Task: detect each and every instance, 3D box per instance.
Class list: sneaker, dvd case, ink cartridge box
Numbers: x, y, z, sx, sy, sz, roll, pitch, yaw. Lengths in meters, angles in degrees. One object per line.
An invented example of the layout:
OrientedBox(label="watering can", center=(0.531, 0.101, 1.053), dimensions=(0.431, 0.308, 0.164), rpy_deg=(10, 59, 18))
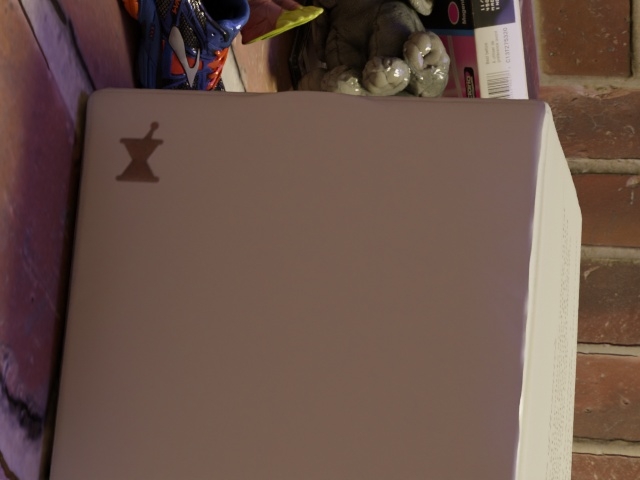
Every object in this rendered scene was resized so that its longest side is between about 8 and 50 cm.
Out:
OrientedBox(label="sneaker", center=(-0.095, -0.155, 1.354), dimensions=(0.221, 0.087, 0.083), rpy_deg=(78, 19, -47))
OrientedBox(label="dvd case", center=(0.004, -0.214, 1.953), dimensions=(0.164, 0.018, 0.221), rpy_deg=(78, 19, -48))
OrientedBox(label="ink cartridge box", center=(0.107, -0.235, 1.976), dimensions=(0.371, 0.069, 0.175), rpy_deg=(-163, -116, -66))

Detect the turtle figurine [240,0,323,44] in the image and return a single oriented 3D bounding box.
OrientedBox(label="turtle figurine", center=(-0.074, -0.264, 1.400), dimensions=(0.269, 0.087, 0.217), rpy_deg=(-133, -159, -84))

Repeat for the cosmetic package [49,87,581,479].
OrientedBox(label="cosmetic package", center=(0.020, 0.090, 1.358), dimensions=(0.394, 0.329, 0.327), rpy_deg=(41, 53, -73))

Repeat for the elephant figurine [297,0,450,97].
OrientedBox(label="elephant figurine", center=(0.047, -0.245, 1.811), dimensions=(0.186, 0.169, 0.239), rpy_deg=(119, -39, -66))
